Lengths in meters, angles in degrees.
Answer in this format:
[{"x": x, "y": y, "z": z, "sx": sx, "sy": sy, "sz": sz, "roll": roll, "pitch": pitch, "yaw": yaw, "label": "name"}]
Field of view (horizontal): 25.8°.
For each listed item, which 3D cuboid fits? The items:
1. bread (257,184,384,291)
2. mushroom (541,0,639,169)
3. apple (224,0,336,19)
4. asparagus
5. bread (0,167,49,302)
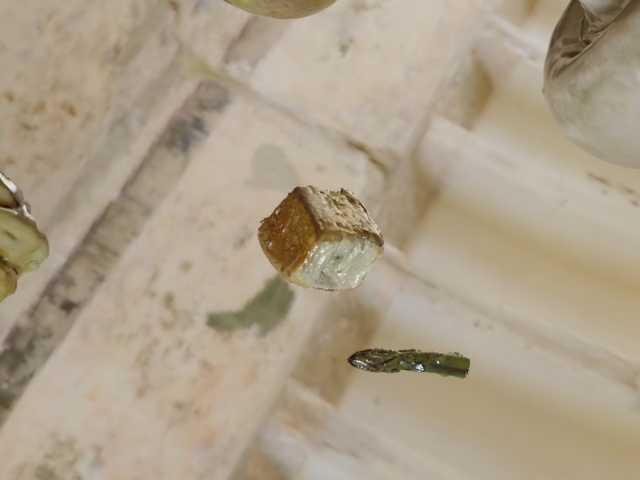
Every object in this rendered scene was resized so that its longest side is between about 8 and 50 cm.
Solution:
[{"x": -0.001, "y": 0.002, "z": 1.166, "sx": 0.077, "sy": 0.083, "sz": 0.070, "roll": -53, "pitch": -134, "yaw": 32, "label": "bread"}, {"x": 0.274, "y": -0.217, "z": 1.151, "sx": 0.297, "sy": 0.290, "sz": 0.297, "roll": -54, "pitch": -170, "yaw": 13, "label": "mushroom"}, {"x": -0.051, "y": -0.410, "z": 1.746, "sx": 0.234, "sy": 0.257, "sz": 0.257, "roll": -55, "pitch": 174, "yaw": -30, "label": "apple"}, {"x": 0.110, "y": 0.154, "z": 1.770, "sx": 0.030, "sy": 0.165, "sz": 0.036, "roll": -110, "pitch": -152, "yaw": -52, "label": "asparagus"}, {"x": -0.399, "y": -0.060, "z": 1.071, "sx": 0.277, "sy": 0.324, "sz": 0.167, "roll": 2, "pitch": -135, "yaw": 48, "label": "bread"}]
